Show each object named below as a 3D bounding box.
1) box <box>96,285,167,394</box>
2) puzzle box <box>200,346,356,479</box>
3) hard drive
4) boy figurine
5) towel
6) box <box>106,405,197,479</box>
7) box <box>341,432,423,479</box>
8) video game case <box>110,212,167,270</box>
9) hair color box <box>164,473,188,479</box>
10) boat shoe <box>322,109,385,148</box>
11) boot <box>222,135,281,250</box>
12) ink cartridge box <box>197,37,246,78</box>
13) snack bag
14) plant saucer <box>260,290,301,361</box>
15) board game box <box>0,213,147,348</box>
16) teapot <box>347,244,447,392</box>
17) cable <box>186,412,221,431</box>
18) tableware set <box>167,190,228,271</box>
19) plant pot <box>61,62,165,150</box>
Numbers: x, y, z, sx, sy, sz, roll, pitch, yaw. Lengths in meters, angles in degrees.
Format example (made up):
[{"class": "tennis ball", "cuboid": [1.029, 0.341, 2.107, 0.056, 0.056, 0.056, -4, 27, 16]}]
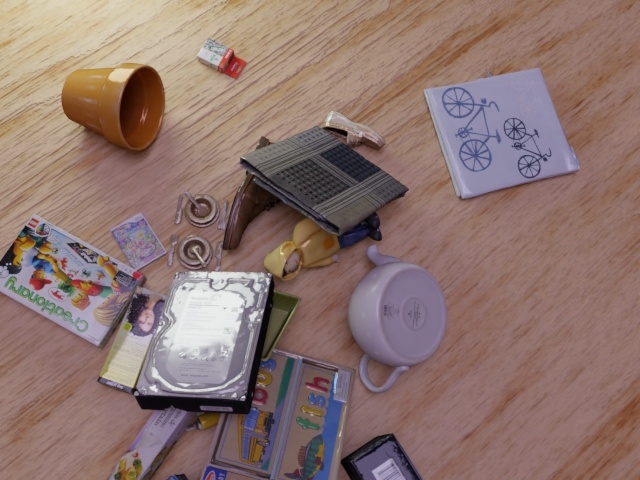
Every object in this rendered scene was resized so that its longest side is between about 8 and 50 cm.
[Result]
[{"class": "box", "cuboid": [-0.420, 0.228, 1.615, 0.087, 0.058, 0.232, 18, 73, 1]}, {"class": "puzzle box", "cuboid": [-0.087, 0.415, 1.499, 0.272, 0.052, 0.409, 15, 47, -2]}, {"class": "hard drive", "cuboid": [-0.239, 0.208, 1.528, 0.237, 0.064, 0.339, 1, 45, 9]}, {"class": "boy figurine", "cuboid": [0.000, 0.000, 1.662, 0.285, 0.177, 0.092, -24, 47, -16]}, {"class": "towel", "cuboid": [0.009, -0.143, 1.665, 0.312, 0.056, 0.324, 37, 38, 19]}, {"class": "box", "cuboid": [-0.361, 0.441, 1.512, 0.063, 0.067, 0.324, 34, 86, 17]}, {"class": "box", "cuboid": [0.134, 0.503, 1.500, 0.108, 0.207, 0.153, -30, 79, -13]}, {"class": "video game case", "cuboid": [-0.438, 0.003, 1.706, 0.087, 0.011, 0.122, -32, 78, -13]}, {"class": "hair color box", "cuboid": [-0.403, 0.624, 1.437, 0.347, 0.174, 0.105, -36, 78, -13]}, {"class": "boat shoe", "cuboid": [0.083, -0.268, 1.808, 0.170, 0.063, 0.059, 28, 76, 14]}, {"class": "boot", "cuboid": [-0.148, -0.103, 1.718, 0.115, 0.112, 0.305, 24, 70, -8]}, {"class": "ink cartridge box", "cuboid": [-0.258, -0.476, 1.855, 0.115, 0.029, 0.063, 27, 73, 4]}, {"class": "snack bag", "cuboid": [0.474, -0.291, 1.857, 0.343, 0.037, 0.323, -14, 76, -8]}, {"class": "plant saucer", "cuboid": [-0.161, 0.190, 1.611, 0.188, 0.045, 0.188, 13, 49, 20]}, {"class": "board game box", "cuboid": [-0.587, 0.093, 1.644, 0.305, 0.053, 0.193, 28, 73, 4]}, {"class": "teapot", "cuboid": [0.152, 0.174, 1.620, 0.256, 0.187, 0.252, -45, 110, -32]}, {"class": "cable", "cuboid": [-0.176, 0.350, 1.616, 0.287, 0.072, 0.139, -2, 56, -18]}, {"class": "tableware set", "cuboid": [-0.297, -0.026, 1.711, 0.128, 0.039, 0.194, 7, 73, -3]}, {"class": "plant pot", "cuboid": [-0.511, -0.335, 1.717, 0.188, 0.205, 0.205, 13, 72, 15]}]
